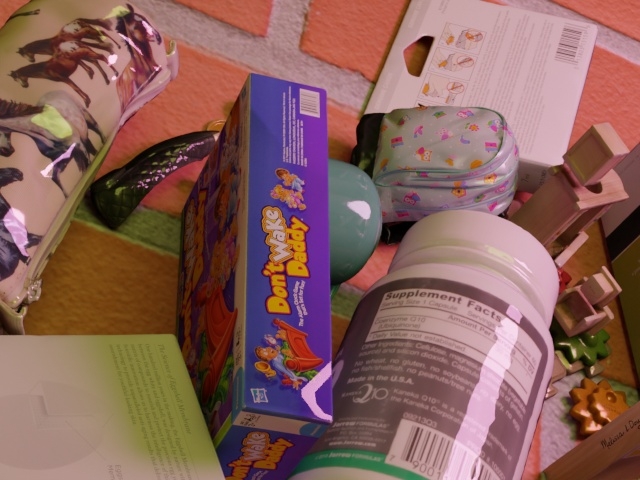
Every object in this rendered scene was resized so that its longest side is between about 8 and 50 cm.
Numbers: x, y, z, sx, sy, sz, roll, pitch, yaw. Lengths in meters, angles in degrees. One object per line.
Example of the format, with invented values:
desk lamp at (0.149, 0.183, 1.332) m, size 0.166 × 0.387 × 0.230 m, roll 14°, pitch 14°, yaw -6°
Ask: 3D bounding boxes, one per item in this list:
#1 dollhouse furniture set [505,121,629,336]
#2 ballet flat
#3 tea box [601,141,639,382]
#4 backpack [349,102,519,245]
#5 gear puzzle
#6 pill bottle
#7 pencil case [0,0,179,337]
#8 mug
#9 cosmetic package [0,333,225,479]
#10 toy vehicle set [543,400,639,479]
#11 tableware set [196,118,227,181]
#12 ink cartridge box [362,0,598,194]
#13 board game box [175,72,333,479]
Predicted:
dollhouse furniture set at (0.313, -0.012, 1.517) m, size 0.101 × 0.182 × 0.161 m, roll -12°, pitch 63°, yaw -42°
ballet flat at (-0.167, -0.070, 1.444) m, size 0.173 × 0.057 × 0.049 m, roll -34°, pitch 111°, yaw -36°
tea box at (0.538, 0.036, 1.632) m, size 0.329 × 0.220 × 0.324 m, roll 9°, pitch 55°, yaw -23°
backpack at (0.125, -0.078, 1.522) m, size 0.182 × 0.115 × 0.152 m, roll 2°, pitch 55°, yaw 11°
gear puzzle at (0.241, 0.085, 1.552) m, size 0.175 × 0.044 × 0.339 m, roll -18°, pitch 68°, yaw -37°
pill bottle at (0.105, 0.153, 1.324) m, size 0.204 × 0.204 × 0.361 m, roll 31°, pitch 49°, yaw -6°
pencil case at (-0.276, -0.075, 1.304) m, size 0.183 × 0.160 × 0.410 m, roll 24°, pitch 49°, yaw 0°
mug at (-0.001, -0.008, 1.445) m, size 0.097 × 0.158 × 0.129 m, roll 11°, pitch 29°, yaw -25°
cosmetic package at (-0.209, 0.198, 1.131) m, size 0.224 × 0.138 × 0.224 m, roll 1°, pitch 41°, yaw -25°
toy vehicle set at (0.364, 0.183, 1.404) m, size 0.166 × 0.267 × 0.035 m, roll -4°, pitch 61°, yaw -32°
tableware set at (-0.083, -0.093, 1.515) m, size 0.104 × 0.024 × 0.154 m, roll 38°, pitch 49°, yaw 1°
ink cartridge box at (0.199, -0.188, 1.715) m, size 0.238 × 0.060 × 0.275 m, roll 14°, pitch 49°, yaw 10°
board game box at (-0.066, 0.057, 1.276) m, size 0.078 × 0.233 × 0.347 m, roll 11°, pitch 53°, yaw -17°
